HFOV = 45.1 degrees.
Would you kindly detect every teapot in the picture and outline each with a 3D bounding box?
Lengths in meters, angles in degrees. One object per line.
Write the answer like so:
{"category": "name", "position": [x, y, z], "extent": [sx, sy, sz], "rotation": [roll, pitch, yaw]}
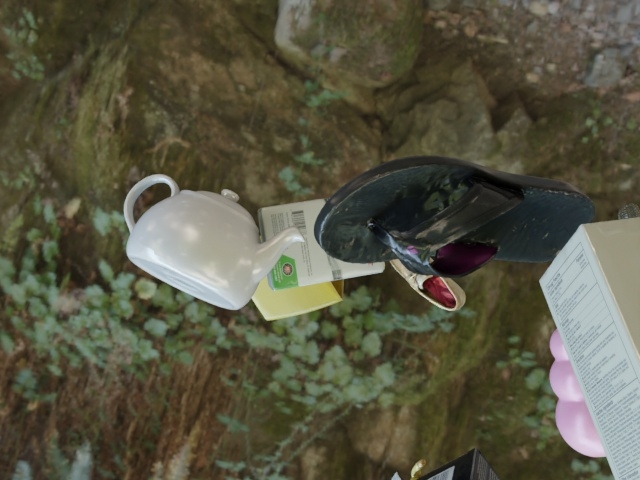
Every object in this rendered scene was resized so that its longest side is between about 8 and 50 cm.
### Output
{"category": "teapot", "position": [-0.203, -0.007, 1.349], "extent": [0.256, 0.187, 0.252], "rotation": [31, 164, -25]}

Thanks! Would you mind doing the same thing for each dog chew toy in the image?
{"category": "dog chew toy", "position": [0.660, 0.351, 1.890], "extent": [0.207, 0.331, 0.206], "rotation": [-15, 176, -1]}

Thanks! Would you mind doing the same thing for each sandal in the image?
{"category": "sandal", "position": [0.210, -0.021, 1.050], "extent": [0.446, 0.167, 0.107], "rotation": [-1, -142, -25]}

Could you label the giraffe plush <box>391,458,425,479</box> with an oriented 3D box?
{"category": "giraffe plush", "position": [0.238, 0.545, 1.495], "extent": [0.171, 0.181, 0.210], "rotation": [24, -157, -16]}

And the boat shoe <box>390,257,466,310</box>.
{"category": "boat shoe", "position": [0.197, 0.070, 1.440], "extent": [0.170, 0.063, 0.059], "rotation": [36, -165, 10]}

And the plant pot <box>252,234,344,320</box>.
{"category": "plant pot", "position": [-0.079, 0.066, 1.816], "extent": [0.212, 0.187, 0.212], "rotation": [58, -169, -12]}

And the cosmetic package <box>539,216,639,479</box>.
{"category": "cosmetic package", "position": [0.388, 0.142, 0.933], "extent": [0.113, 0.309, 0.160], "rotation": [-7, 152, -10]}

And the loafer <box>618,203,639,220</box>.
{"category": "loafer", "position": [0.598, 0.001, 1.444], "extent": [0.050, 0.148, 0.056], "rotation": [25, 146, -37]}

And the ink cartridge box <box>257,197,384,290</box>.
{"category": "ink cartridge box", "position": [0.000, 0.000, 1.418], "extent": [0.209, 0.153, 0.087], "rotation": [-8, -178, -10]}

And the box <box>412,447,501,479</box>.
{"category": "box", "position": [0.255, 0.482, 1.291], "extent": [0.207, 0.153, 0.108], "rotation": [54, -158, -4]}
